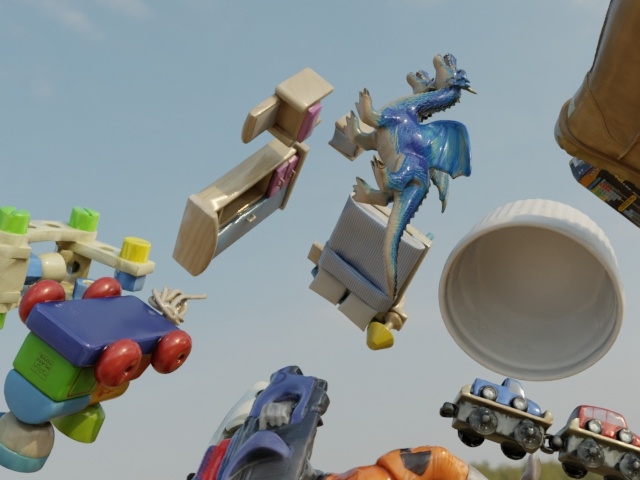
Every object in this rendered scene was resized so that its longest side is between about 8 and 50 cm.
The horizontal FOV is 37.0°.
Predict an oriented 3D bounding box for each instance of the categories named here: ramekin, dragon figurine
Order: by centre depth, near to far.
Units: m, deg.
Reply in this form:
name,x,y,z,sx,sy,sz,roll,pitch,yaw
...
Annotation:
name,x,y,z,sx,sy,sz,roll,pitch,yaw
dragon figurine,0.110,-0.084,1.018,0.144,0.289,0.085,1,-29,-17
ramekin,0.249,0.050,1.115,0.207,0.207,0.109,-18,17,27

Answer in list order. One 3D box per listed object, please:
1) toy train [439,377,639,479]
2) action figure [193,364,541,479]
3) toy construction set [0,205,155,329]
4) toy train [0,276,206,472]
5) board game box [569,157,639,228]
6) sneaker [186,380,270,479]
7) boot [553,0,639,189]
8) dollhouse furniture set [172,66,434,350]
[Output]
name,x,y,z,sx,sy,sz,roll,pitch,yaw
toy train,0.136,0.098,0.465,0.158,0.036,0.027,17,-31,0
action figure,-0.003,0.272,0.816,0.330,0.179,0.341,1,32,23
toy construction set,-0.350,0.005,1.008,0.327,0.151,0.215,6,1,44
toy train,-0.186,0.116,0.848,0.143,0.105,0.248,-58,-17,10
board game box,0.369,-0.092,0.986,0.141,0.048,0.170,33,-62,-18
sneaker,-0.111,0.325,1.216,0.122,0.146,0.331,24,-68,-8
boot,0.332,-0.128,0.793,0.236,0.089,0.269,18,-26,4
dollhouse furniture set,0.000,0.000,1.247,0.198,0.303,0.286,-42,-15,-37
